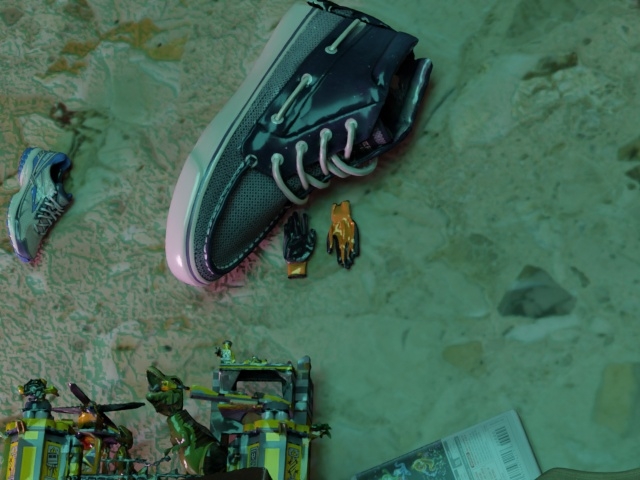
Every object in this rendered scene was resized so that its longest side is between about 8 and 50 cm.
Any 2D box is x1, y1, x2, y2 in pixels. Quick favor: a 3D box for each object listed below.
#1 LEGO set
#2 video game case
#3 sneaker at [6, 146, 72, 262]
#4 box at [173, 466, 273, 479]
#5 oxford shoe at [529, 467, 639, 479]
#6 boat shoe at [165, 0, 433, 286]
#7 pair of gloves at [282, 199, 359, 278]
[{"bbox_3d":[-0.137,0.167,1.607,0.331,0.255,0.192,-4,67,14],"label":"LEGO set"},{"bbox_3d":[0.136,0.274,1.590,0.173,0.022,0.190,-24,63,8],"label":"video game case"},{"bbox_3d":[-0.303,-0.041,1.862,0.058,0.052,0.135,0,68,15],"label":"sneaker"},{"bbox_3d":[-0.095,0.327,1.459,0.167,0.203,0.168,-11,40,17],"label":"box"},{"bbox_3d":[0.183,0.277,1.512,0.348,0.123,0.130,-11,43,10],"label":"oxford shoe"},{"bbox_3d":[-0.018,-0.092,1.737,0.158,0.127,0.340,18,74,33],"label":"boat shoe"},{"bbox_3d":[0.000,0.000,1.761,0.083,0.010,0.074,-12,66,17],"label":"pair of gloves"}]
